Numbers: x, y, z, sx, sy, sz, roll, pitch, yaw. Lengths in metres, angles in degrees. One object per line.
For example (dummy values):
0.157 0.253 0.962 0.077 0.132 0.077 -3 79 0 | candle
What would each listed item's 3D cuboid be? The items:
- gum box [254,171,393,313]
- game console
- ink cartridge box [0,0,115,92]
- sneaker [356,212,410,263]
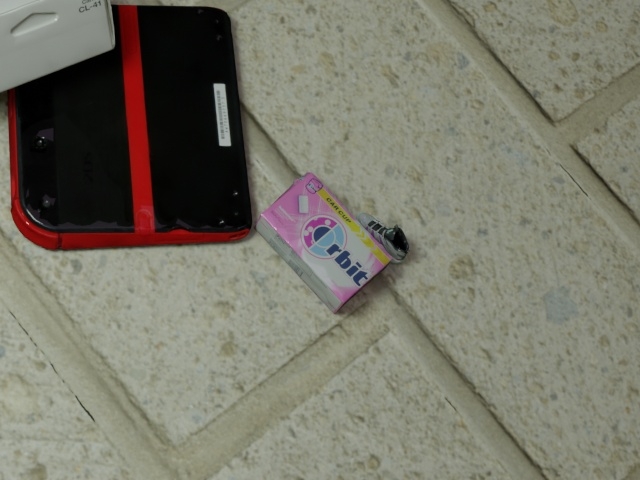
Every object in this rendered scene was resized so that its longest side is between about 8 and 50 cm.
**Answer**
0.000 0.000 1.662 0.107 0.062 0.188 -41 84 -23 | gum box
-0.286 -0.177 1.668 0.342 0.060 0.386 -1 71 -18 | game console
-0.460 -0.359 1.587 0.226 0.131 0.306 -26 55 -21 | ink cartridge box
0.098 -0.014 1.687 0.098 0.069 0.038 43 66 4 | sneaker
